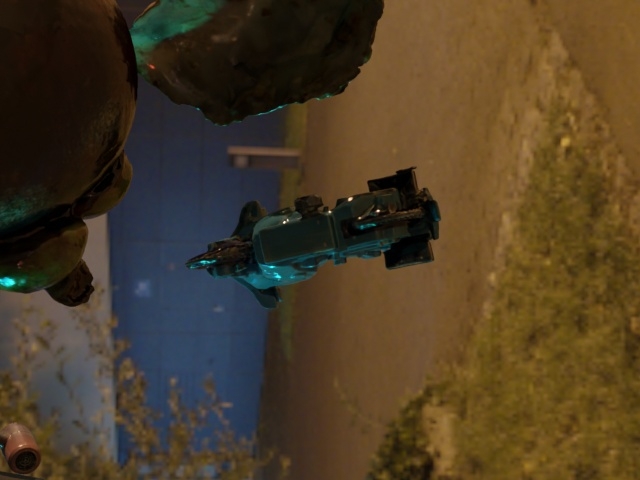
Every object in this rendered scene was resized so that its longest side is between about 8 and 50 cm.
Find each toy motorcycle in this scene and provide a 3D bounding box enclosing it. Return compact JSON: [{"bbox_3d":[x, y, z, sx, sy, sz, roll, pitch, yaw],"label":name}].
[{"bbox_3d":[0.000,0.000,1.180,0.182,0.272,0.124,5,-107,-78],"label":"toy motorcycle"}]

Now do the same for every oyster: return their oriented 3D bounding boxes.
[{"bbox_3d":[-0.034,-0.257,1.238,0.204,0.396,0.111,56,-160,-15],"label":"oyster"}]

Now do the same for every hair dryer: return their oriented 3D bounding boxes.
[{"bbox_3d":[-0.359,0.211,1.180,0.037,0.114,0.063,-59,30,-1],"label":"hair dryer"}]

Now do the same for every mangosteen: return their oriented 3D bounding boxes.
[{"bbox_3d":[-0.302,-0.108,0.948,0.306,0.306,0.359,-98,-6,-48],"label":"mangosteen"}]

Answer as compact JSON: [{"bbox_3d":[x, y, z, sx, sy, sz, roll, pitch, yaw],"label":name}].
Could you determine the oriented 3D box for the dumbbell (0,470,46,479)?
[{"bbox_3d":[-0.388,0.387,1.166,0.325,0.160,0.144,-51,34,29],"label":"dumbbell"}]
